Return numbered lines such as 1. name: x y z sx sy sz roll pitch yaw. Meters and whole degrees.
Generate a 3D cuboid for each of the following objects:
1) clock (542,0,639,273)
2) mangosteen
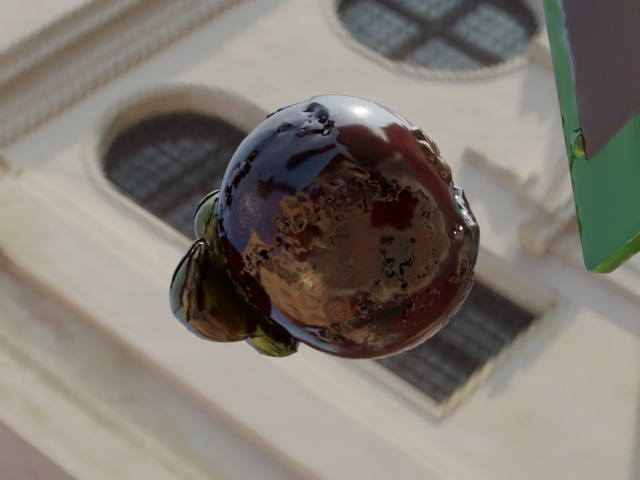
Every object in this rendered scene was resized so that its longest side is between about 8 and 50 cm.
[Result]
1. clock: 0.241 -0.091 0.852 0.255 0.220 0.106 6 -27 -21
2. mangosteen: 0.000 0.000 1.084 0.180 0.166 0.166 -25 -21 17
